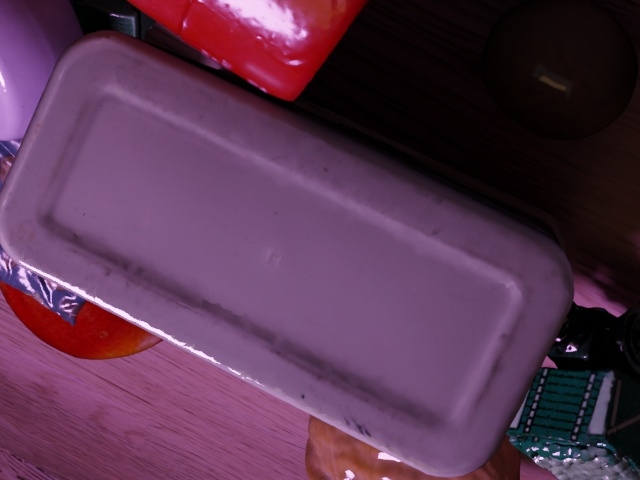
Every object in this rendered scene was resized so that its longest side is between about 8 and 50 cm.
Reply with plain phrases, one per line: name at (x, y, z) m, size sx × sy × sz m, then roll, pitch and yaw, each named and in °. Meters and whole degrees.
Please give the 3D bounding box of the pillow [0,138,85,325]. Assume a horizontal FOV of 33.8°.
pillow at (-0.268, -0.053, 0.970) m, size 0.189 × 0.034 × 0.255 m, roll 33°, pitch 126°, yaw 4°

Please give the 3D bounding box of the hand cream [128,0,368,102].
hand cream at (-0.014, -0.202, 0.596) m, size 0.149 × 0.230 × 0.230 m, roll 36°, pitch 149°, yaw -9°

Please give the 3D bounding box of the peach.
peach at (-0.239, 0.015, 1.137) m, size 0.244 × 0.199 × 0.243 m, roll 11°, pitch 136°, yaw 10°

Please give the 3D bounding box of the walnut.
walnut at (0.098, 0.244, 1.181) m, size 0.261 × 0.225 × 0.225 m, roll 9°, pitch 144°, yaw 39°

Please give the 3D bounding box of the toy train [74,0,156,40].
toy train at (-0.135, -0.229, 0.770) m, size 0.071 × 0.111 × 0.170 m, roll 24°, pitch 150°, yaw 4°

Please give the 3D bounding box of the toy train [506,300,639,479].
toy train at (0.277, 0.152, 0.915) m, size 0.115 × 0.154 × 0.269 m, roll -9°, pitch 144°, yaw 44°

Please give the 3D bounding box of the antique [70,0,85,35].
antique at (-0.236, -0.221, 0.891) m, size 0.088 × 0.086 × 0.183 m, roll 31°, pitch 150°, yaw -1°

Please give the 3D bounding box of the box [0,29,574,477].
box at (0.000, 0.000, 0.766) m, size 0.352 × 0.177 × 0.344 m, roll 27°, pitch -173°, yaw 7°

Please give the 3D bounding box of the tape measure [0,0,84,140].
tape measure at (-0.249, -0.164, 0.798) m, size 0.178 × 0.105 × 0.196 m, roll 50°, pitch 151°, yaw 2°

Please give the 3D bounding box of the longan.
longan at (0.159, -0.115, 0.707) m, size 0.113 × 0.092 × 0.113 m, roll 16°, pitch 169°, yaw 3°
